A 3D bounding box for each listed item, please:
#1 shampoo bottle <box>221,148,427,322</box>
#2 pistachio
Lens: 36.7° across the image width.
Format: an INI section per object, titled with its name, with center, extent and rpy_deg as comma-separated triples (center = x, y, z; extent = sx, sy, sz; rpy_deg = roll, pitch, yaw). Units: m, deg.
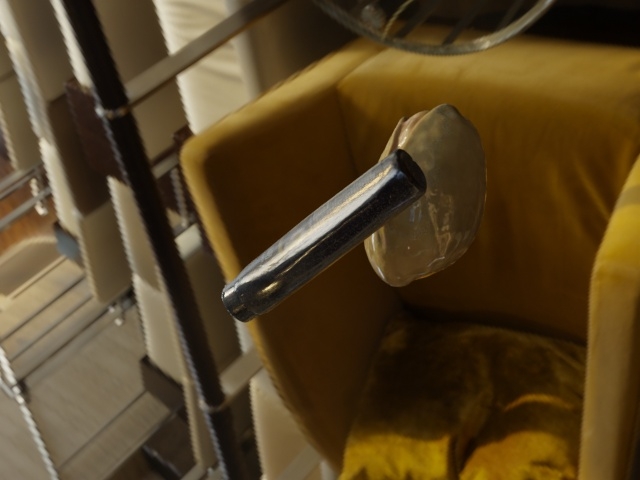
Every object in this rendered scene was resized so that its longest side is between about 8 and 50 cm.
[shampoo bottle]
center = 0.000, 0.000, 0.948
extent = 0.233, 0.087, 0.049
rpy_deg = -38, 102, 18
[pistachio]
center = 0.145, -0.062, 1.371
extent = 0.162, 0.293, 0.181
rpy_deg = -3, 145, 42
